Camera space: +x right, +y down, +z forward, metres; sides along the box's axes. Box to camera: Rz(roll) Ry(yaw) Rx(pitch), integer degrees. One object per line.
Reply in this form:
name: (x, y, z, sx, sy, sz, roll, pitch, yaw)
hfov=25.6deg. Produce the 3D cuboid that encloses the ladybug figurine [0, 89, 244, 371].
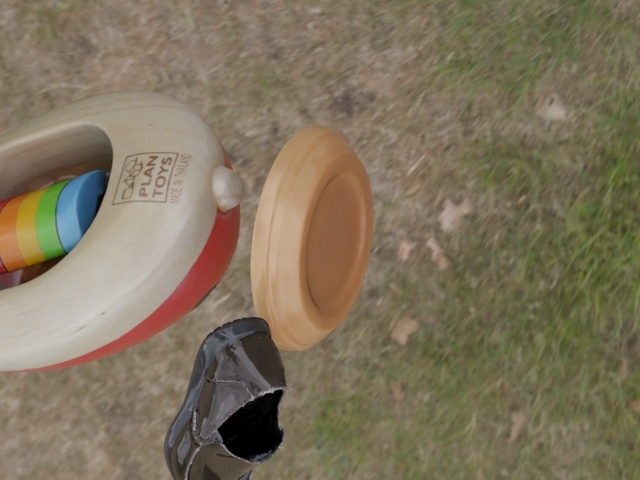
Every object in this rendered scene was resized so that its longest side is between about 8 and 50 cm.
ladybug figurine: (-0.246, 0.004, 1.445, 0.449, 0.305, 0.162, -10, 145, 36)

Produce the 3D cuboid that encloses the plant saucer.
plant saucer: (0.000, 0.000, 1.232, 0.037, 0.200, 0.200, 9, 108, 25)

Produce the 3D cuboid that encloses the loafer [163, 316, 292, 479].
loafer: (-0.074, 0.159, 1.150, 0.078, 0.080, 0.220, 56, 150, 34)
